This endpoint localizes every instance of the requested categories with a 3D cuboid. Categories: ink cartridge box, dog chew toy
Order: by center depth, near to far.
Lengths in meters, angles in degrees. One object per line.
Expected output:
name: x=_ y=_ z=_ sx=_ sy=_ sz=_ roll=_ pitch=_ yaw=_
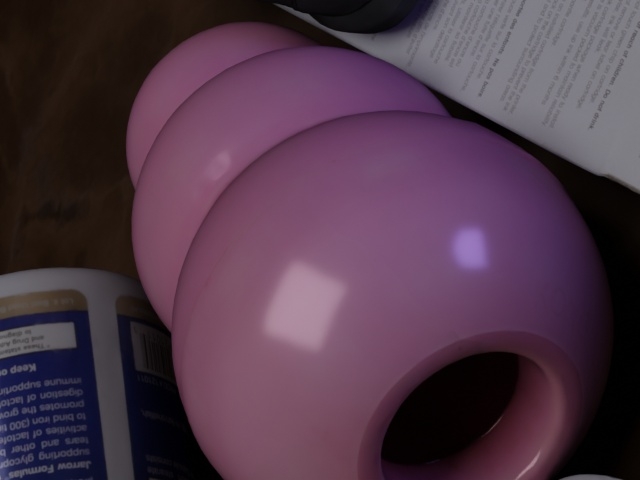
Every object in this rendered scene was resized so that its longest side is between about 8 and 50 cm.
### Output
dog chew toy: x=0.000 y=0.000 z=0.983 sx=0.206 sy=0.206 sz=0.332 roll=-59 pitch=37 yaw=17
ink cartridge box: x=0.108 y=-0.150 z=1.001 sx=0.371 sy=0.069 sz=0.175 roll=34 pitch=104 yaw=48

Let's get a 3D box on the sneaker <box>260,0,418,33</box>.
sneaker: x=-0.055 y=-0.182 z=1.063 sx=0.267 sy=0.106 sz=0.101 roll=21 pitch=96 yaw=49

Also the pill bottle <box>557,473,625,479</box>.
pill bottle: x=0.083 y=0.200 z=0.819 sx=0.121 sy=0.121 sz=0.216 roll=-16 pitch=25 yaw=43

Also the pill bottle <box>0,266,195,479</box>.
pill bottle: x=-0.143 y=0.161 z=1.112 sx=0.153 sy=0.153 sz=0.264 roll=-30 pitch=58 yaw=38
